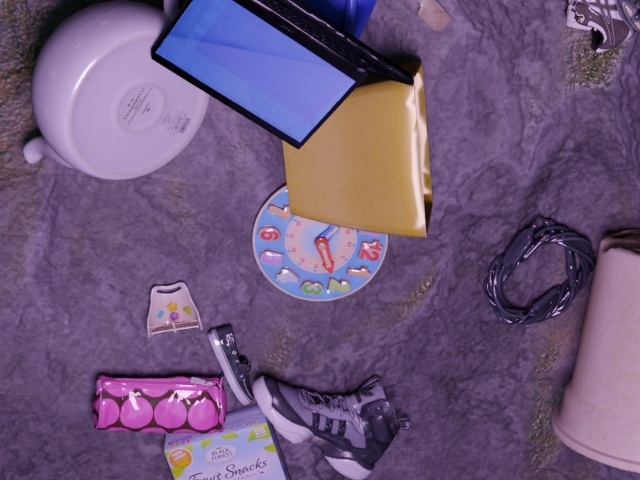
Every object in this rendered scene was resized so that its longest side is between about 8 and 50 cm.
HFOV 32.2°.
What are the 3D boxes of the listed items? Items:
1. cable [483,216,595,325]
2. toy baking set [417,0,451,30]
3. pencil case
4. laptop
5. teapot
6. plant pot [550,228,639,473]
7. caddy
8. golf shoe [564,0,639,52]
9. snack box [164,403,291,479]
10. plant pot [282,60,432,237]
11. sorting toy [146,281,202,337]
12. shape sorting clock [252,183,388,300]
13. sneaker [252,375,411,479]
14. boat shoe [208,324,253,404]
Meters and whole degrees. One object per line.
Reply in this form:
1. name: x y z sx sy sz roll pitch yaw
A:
1. cable: 0.343 0.058 1.747 0.150 0.047 0.185 25 107 -22
2. toy baking set: 0.147 -0.419 1.507 0.196 0.030 0.256 12 112 -12
3. pencil case: -0.252 0.250 1.732 0.209 0.095 0.098 -1 140 -7
4. laptop: -0.055 -0.203 1.287 0.234 0.264 0.137 30 94 -19
5. teapot: -0.280 -0.221 1.470 0.256 0.187 0.253 -28 138 -22
6. plant pot: 0.529 0.150 1.681 0.333 0.334 0.306 0 103 -7
7. caddy: 0.004 -0.376 1.395 0.179 0.241 0.341 4 115 -4
8. golf shoe: 0.371 -0.345 1.544 0.094 0.077 0.198 -39 112 11
9. snack box: -0.144 0.386 1.818 0.174 0.070 0.207 -16 114 1
10. plant pot: 0.051 -0.124 1.530 0.187 0.212 0.212 -4 104 9
11. sorting toy: -0.227 0.102 1.696 0.083 0.045 0.075 -8 108 -3
12. shape sorting clock: 0.000 0.000 1.675 0.206 0.040 0.206 -3 114 -6
13. sneaker: 0.024 0.264 1.770 0.153 0.101 0.268 -44 118 12
14. boat shoe: -0.132 0.197 1.745 0.040 0.049 0.142 -22 113 3
